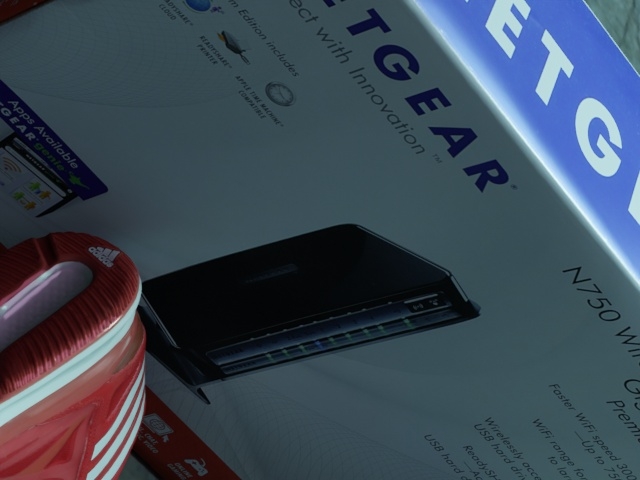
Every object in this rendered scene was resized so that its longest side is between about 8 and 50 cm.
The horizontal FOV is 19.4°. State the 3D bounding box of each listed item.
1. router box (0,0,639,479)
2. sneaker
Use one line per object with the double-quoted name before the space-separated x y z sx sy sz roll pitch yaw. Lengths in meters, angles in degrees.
"router box" 0.000 0.000 0.773 0.335 0.301 0.082 48 47 -26
"sneaker" -0.153 0.102 0.740 0.221 0.087 0.128 -31 140 -19
